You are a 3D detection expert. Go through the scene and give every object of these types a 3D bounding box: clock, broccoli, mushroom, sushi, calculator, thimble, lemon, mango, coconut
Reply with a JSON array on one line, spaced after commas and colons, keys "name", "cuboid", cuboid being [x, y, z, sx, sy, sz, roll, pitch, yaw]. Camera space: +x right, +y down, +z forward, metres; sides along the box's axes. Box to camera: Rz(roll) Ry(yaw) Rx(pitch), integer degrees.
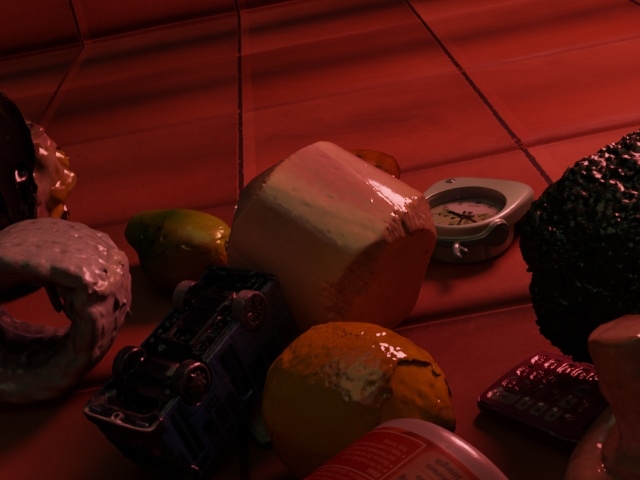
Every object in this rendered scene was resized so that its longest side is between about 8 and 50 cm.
[{"name": "clock", "cuboid": [0.202, -0.022, 1.353, 0.159, 0.066, 0.211, 8, 32, 34]}, {"name": "broccoli", "cuboid": [0.369, 0.019, 0.993, 0.297, 0.297, 0.297, 15, 5, -41]}, {"name": "mushroom", "cuboid": [0.302, 0.171, 0.771, 0.206, 0.209, 0.206, -2, 31, 1]}, {"name": "sushi", "cuboid": [-0.569, -0.069, 1.488, 0.328, 0.328, 0.285, -13, -12, 7]}, {"name": "calculator", "cuboid": [0.268, 0.170, 0.981, 0.126, 0.034, 0.190, -30, 26, -32]}, {"name": "thimble", "cuboid": [-0.356, 0.082, 1.202, 0.250, 0.205, 0.172, -23, 18, 13]}, {"name": "lemon", "cuboid": [0.034, 0.164, 0.918, 0.180, 0.180, 0.193, -27, 52, -29]}, {"name": "mango", "cuboid": [-0.216, 0.009, 1.403, 0.233, 0.111, 0.125, 14, 31, 43]}, {"name": "coconut", "cuboid": [0.000, 0.000, 1.159, 0.244, 0.239, 0.239, 35, 48, 28]}]

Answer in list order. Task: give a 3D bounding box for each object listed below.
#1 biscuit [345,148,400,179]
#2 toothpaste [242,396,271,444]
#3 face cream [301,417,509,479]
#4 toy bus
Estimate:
[{"name": "biscuit", "cuboid": [0.028, -0.081, 1.538, 0.220, 0.066, 0.220, -9, 26, 5]}, {"name": "toothpaste", "cuboid": [-0.105, 0.164, 1.129, 0.067, 0.037, 0.255, -29, 34, -23]}, {"name": "face cream", "cuboid": [0.044, 0.259, 0.693, 0.187, 0.201, 0.201, -29, 31, -32]}, {"name": "toy bus", "cuboid": [-0.131, 0.146, 1.031, 0.116, 0.133, 0.234, 9, 45, 35]}]
